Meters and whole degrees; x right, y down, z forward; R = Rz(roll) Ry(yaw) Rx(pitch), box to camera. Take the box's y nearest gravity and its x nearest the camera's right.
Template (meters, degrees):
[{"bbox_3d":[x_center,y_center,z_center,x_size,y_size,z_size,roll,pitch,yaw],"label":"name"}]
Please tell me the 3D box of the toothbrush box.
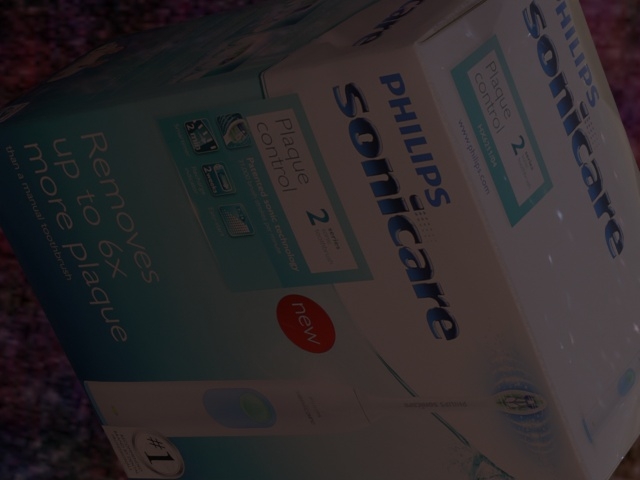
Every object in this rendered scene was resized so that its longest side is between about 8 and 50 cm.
[{"bbox_3d":[0.000,0.000,0.759,0.126,0.295,0.216,-43,118,-43],"label":"toothbrush box"}]
